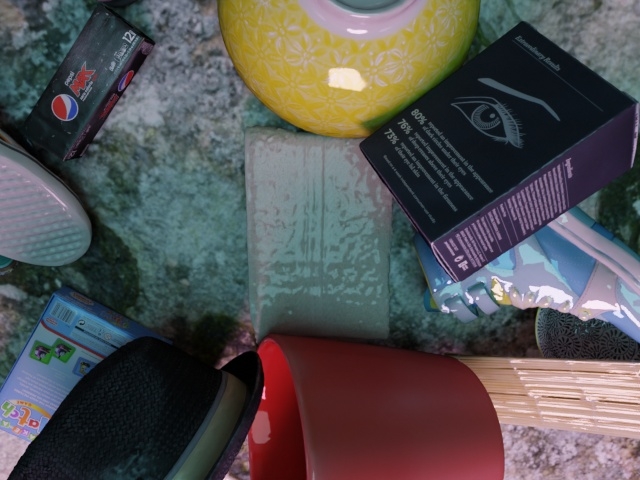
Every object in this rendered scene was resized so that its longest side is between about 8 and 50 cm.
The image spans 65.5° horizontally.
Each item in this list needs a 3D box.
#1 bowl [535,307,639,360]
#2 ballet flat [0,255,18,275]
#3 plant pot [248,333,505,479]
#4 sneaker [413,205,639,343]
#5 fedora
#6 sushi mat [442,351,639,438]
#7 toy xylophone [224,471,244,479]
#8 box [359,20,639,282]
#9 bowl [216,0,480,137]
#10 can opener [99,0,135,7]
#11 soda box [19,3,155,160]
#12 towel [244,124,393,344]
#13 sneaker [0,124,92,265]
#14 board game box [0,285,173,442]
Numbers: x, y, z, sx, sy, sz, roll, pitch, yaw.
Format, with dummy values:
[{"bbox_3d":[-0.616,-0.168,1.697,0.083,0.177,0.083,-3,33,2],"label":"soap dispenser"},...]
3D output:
[{"bbox_3d":[0.368,0.116,0.650,0.170,0.080,0.169,-1,85,18],"label":"bowl"},{"bbox_3d":[-0.465,0.020,0.607,0.189,0.070,0.070,16,103,-5],"label":"ballet flat"},{"bbox_3d":[0.057,0.242,0.590,0.244,0.275,0.274,2,105,-19],"label":"plant pot"},{"bbox_3d":[0.249,0.058,0.591,0.319,0.127,0.208,46,104,17],"label":"sneaker"},{"bbox_3d":[-0.218,0.223,0.543,0.152,0.334,0.334,42,99,-12],"label":"fedora"},{"bbox_3d":[0.321,0.190,0.602,0.317,0.019,0.151,-8,124,38],"label":"sushi mat"},{"bbox_3d":[-0.127,0.425,0.715,0.323,0.081,0.236,37,100,-11],"label":"toy xylophone"},{"bbox_3d":[0.170,-0.085,0.497,0.207,0.153,0.108,-35,144,10],"label":"box"},{"bbox_3d":[0.034,-0.252,0.488,0.290,0.156,0.289,0,97,-3],"label":"bowl"},{"bbox_3d":[-0.233,-0.393,0.497,0.095,0.076,0.283,-16,106,2],"label":"can opener"},{"bbox_3d":[-0.262,-0.175,0.563,0.060,0.053,0.168,36,99,-11],"label":"soda box"},{"bbox_3d":[0.000,0.000,0.629,0.187,0.049,0.281,0,104,-5],"label":"towel"},{"bbox_3d":[-0.394,-0.099,0.550,0.126,0.127,0.321,-37,128,12],"label":"sneaker"},{"bbox_3d":[-0.322,0.188,0.663,0.160,0.039,0.211,32,100,-11],"label":"board game box"}]
